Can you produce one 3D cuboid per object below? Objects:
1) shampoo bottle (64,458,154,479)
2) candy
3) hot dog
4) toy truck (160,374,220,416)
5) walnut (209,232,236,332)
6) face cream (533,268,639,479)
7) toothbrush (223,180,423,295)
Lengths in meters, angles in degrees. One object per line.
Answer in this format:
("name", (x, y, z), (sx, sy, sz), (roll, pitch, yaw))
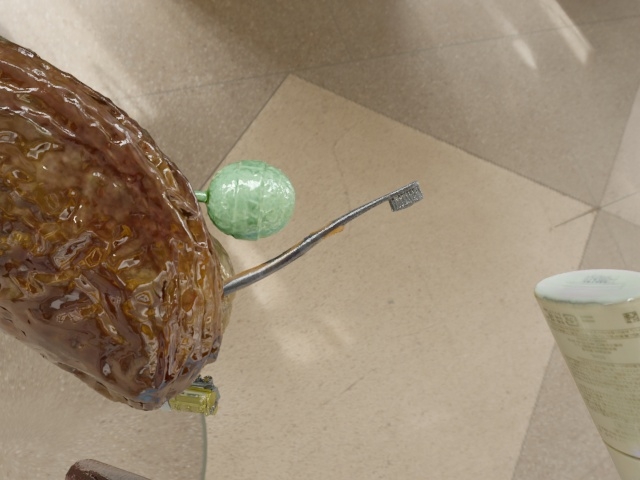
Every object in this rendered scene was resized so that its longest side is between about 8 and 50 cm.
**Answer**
("shampoo bottle", (-0.281, 0.370, 0.889), (0.067, 0.236, 0.068), (-7, 95, -48))
("candy", (-0.254, -0.069, 0.888), (0.439, 0.119, 0.119), (4, 70, -5))
("hot dog", (-0.235, -0.028, 0.492), (0.387, 0.266, 0.174), (42, 65, -22))
("toy truck", (-0.229, 0.266, 1.073), (0.063, 0.123, 0.052), (-58, 143, -53))
("walnut", (-0.233, 0.059, 0.972), (0.245, 0.198, 0.198), (45, 58, 13))
("face cream", (0.416, 0.200, 0.821), (0.081, 0.173, 0.349), (-38, 106, -28))
("toothbrush", (-0.001, -0.003, 0.816), (0.320, 0.023, 0.031), (-26, 88, -14))
